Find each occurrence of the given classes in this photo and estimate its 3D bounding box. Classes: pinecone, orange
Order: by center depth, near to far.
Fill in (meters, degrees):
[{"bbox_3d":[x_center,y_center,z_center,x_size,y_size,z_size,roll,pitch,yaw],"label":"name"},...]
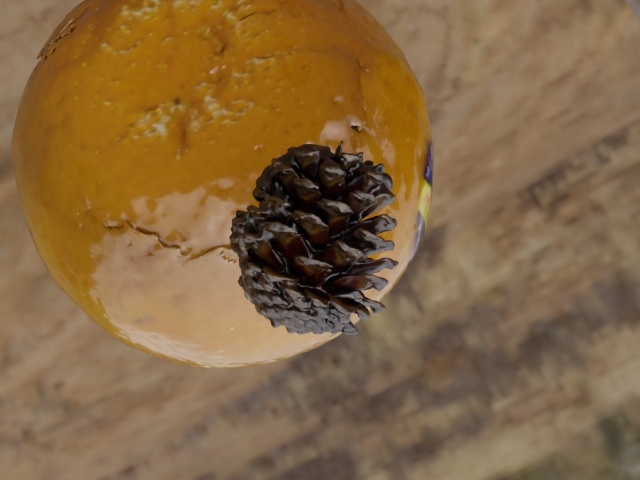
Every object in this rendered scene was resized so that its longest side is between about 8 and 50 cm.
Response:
[{"bbox_3d":[0.000,0.000,0.840,0.083,0.077,0.077,-61,157,-3],"label":"pinecone"},{"bbox_3d":[-0.049,-0.040,1.032,0.219,0.219,0.193,-21,167,-14],"label":"orange"}]

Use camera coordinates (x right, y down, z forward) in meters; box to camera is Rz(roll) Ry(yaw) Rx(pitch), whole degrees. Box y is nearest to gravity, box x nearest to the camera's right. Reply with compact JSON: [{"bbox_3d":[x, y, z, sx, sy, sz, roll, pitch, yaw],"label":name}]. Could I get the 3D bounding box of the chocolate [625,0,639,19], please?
[{"bbox_3d":[0.254,-0.118,1.098,0.185,0.303,0.100,-14,145,-51],"label":"chocolate"}]
